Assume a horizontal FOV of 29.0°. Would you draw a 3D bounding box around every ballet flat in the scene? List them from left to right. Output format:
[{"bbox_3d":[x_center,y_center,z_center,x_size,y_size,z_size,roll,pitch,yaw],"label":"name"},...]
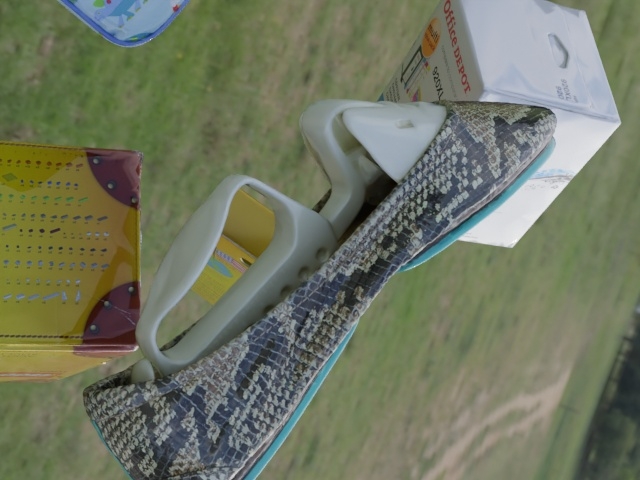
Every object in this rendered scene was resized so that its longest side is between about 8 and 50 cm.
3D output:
[{"bbox_3d":[0.000,0.000,1.008,0.483,0.182,0.164,-45,-163,-16],"label":"ballet flat"}]

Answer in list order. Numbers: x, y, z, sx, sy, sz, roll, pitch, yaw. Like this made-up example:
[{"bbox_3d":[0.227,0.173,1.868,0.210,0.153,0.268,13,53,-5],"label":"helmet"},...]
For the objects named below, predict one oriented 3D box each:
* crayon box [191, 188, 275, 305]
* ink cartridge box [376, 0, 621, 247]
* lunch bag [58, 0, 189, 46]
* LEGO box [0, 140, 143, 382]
[{"bbox_3d":[-0.062,0.041,1.469,0.081,0.202,0.318,-56,-174,-16],"label":"crayon box"},{"bbox_3d":[0.180,-0.134,1.355,0.232,0.168,0.171,123,-33,-45],"label":"ink cartridge box"},{"bbox_3d":[-0.136,-0.272,0.919,0.219,0.176,0.090,-48,-156,6],"label":"lunch bag"},{"bbox_3d":[-0.458,0.028,1.184,0.372,0.500,0.193,157,-66,-63],"label":"LEGO box"}]
